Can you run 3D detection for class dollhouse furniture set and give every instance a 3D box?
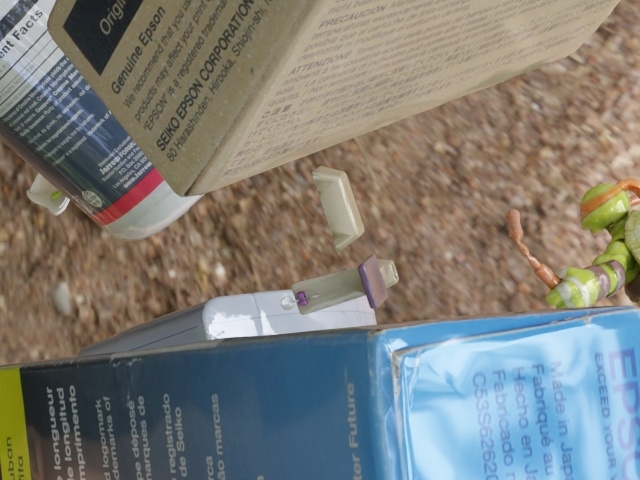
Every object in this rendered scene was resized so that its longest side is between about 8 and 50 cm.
[{"bbox_3d":[0.000,0.000,1.311,0.081,0.091,0.114,-16,98,17],"label":"dollhouse furniture set"}]

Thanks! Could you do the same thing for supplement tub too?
[{"bbox_3d":[-0.180,-0.149,1.248,0.272,0.191,0.191,43,96,-15],"label":"supplement tub"}]

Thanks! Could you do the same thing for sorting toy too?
[{"bbox_3d":[-0.288,-0.065,1.860,0.045,0.075,0.083,22,112,-25],"label":"sorting toy"}]

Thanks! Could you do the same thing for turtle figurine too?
[{"bbox_3d":[0.261,0.032,1.234,0.087,0.269,0.217,-41,77,29],"label":"turtle figurine"}]

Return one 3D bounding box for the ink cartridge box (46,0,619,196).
[{"bbox_3d":[0.048,-0.130,0.558,0.235,0.088,0.193,-23,157,-44],"label":"ink cartridge box"}]

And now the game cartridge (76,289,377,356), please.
[{"bbox_3d":[-0.078,0.097,1.674,0.196,0.294,0.060,-16,81,32],"label":"game cartridge"}]

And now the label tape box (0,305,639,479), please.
[{"bbox_3d":[-0.024,0.153,0.584,0.106,0.334,0.240,-5,87,-35],"label":"label tape box"}]
